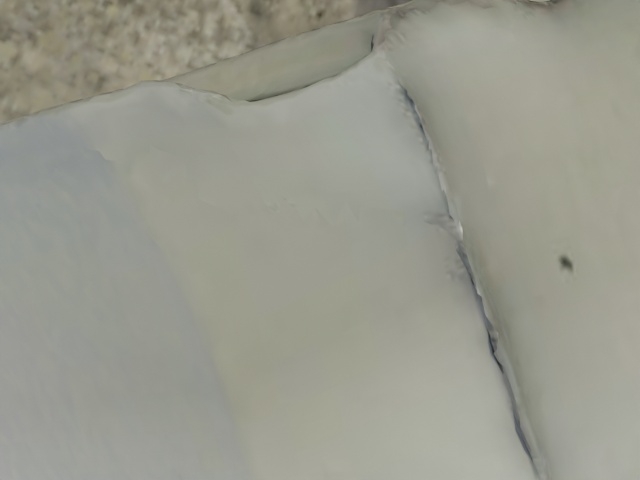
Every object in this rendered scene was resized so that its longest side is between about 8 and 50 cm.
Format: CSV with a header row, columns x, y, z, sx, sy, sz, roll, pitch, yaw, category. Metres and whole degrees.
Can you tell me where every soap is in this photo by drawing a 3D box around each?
x,y,z,sx,sy,sz,roll,pitch,yaw,category
0.000,0.000,0.686,0.435,0.350,0.213,-8,100,50,soap
